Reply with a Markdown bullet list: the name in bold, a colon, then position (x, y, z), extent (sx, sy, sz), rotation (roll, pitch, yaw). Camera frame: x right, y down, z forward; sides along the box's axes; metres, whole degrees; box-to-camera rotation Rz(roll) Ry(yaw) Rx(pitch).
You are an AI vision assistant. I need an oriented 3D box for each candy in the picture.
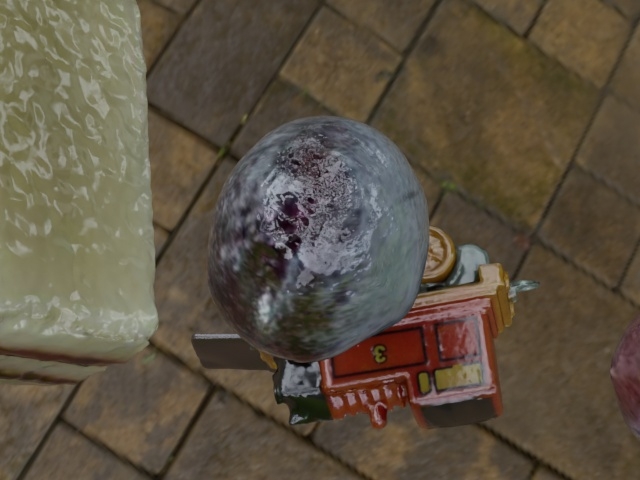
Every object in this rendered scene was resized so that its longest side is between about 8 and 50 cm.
- **candy**: position (-0.225, -0.057, 1.053), extent (0.179, 0.135, 0.321), rotation (21, 58, -47)

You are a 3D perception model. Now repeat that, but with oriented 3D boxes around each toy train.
- **toy train**: position (0.093, 0.119, 1.764), extent (0.369, 0.163, 0.232), rotation (-11, 65, 7)

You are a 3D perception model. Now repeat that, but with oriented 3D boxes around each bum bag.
- **bum bag**: position (-0.095, 0.159, 1.988), extent (0.159, 0.109, 0.026), rotation (0, 61, 8)

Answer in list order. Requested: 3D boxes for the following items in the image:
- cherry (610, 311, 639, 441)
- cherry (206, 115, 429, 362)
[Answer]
- **cherry**: position (0.365, 0.106, 1.201), extent (0.266, 0.183, 0.213), rotation (-5, 116, -11)
- **cherry**: position (0.000, 0.000, 1.511), extent (0.255, 0.296, 0.218), rotation (-34, 58, -27)
